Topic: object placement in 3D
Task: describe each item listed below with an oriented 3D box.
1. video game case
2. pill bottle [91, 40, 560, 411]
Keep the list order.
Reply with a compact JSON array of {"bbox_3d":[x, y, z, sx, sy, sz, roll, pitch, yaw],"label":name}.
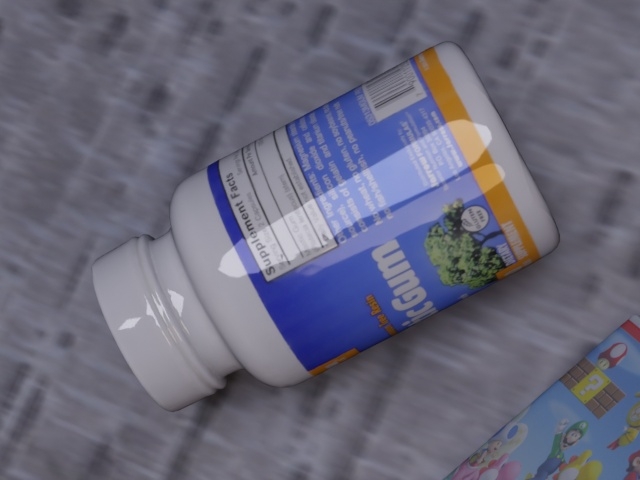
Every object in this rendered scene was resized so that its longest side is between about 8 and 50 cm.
[{"bbox_3d":[0.123,0.176,1.055,0.285,0.204,0.025,-41,112,1],"label":"video game case"},{"bbox_3d":[0.000,0.000,1.138,0.272,0.152,0.152,-28,71,6],"label":"pill bottle"}]
